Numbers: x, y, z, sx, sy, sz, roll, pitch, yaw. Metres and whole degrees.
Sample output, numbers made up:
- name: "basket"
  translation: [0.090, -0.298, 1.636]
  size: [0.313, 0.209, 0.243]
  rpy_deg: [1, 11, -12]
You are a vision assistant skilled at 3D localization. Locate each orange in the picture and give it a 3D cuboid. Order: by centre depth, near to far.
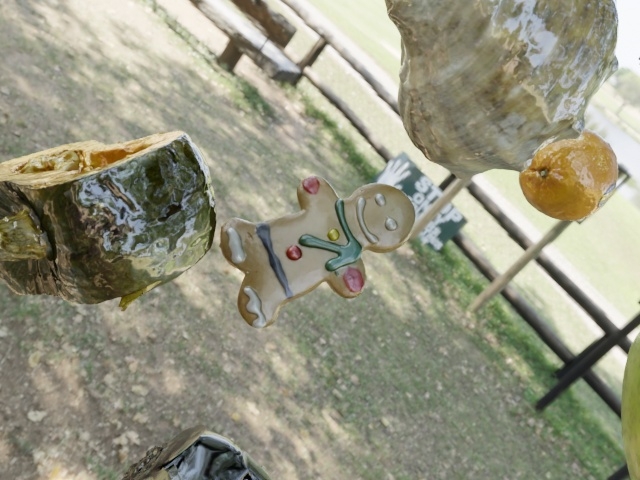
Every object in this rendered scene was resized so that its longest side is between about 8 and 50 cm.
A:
- name: "orange"
  translation: [0.459, -0.123, 1.255]
  size: [0.155, 0.177, 0.177]
  rpy_deg: [-33, 70, -29]

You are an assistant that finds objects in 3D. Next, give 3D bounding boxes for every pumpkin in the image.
- name: "pumpkin"
  translation: [-0.267, -0.026, 0.728]
  size: [0.317, 0.139, 0.222]
  rpy_deg: [6, 32, 38]

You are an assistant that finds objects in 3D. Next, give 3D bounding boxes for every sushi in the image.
- name: "sushi"
  translation: [-0.200, 0.487, 0.956]
  size: [0.327, 0.329, 0.285]
  rpy_deg: [60, 19, -13]

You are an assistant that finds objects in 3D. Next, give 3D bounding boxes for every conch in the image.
- name: "conch"
  translation: [0.116, -0.174, 0.461]
  size: [0.291, 0.159, 0.210]
  rpy_deg: [62, 21, -49]

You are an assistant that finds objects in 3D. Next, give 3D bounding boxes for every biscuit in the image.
- name: "biscuit"
  translation: [0.000, 0.000, 1.010]
  size: [0.049, 0.302, 0.196]
  rpy_deg: [104, -35, -84]

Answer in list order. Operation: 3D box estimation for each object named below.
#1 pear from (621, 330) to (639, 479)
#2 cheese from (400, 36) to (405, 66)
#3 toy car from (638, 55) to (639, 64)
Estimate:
- name: "pear"
  translation: [0.460, 0.251, 0.738]
  size: [0.239, 0.317, 0.342]
  rpy_deg: [4, 3, 37]
- name: "cheese"
  translation: [0.240, -0.326, 0.951]
  size: [0.115, 0.326, 0.318]
  rpy_deg: [32, 18, 35]
- name: "toy car"
  translation: [0.567, -0.347, 1.065]
  size: [0.100, 0.191, 0.097]
  rpy_deg: [34, 22, 11]
